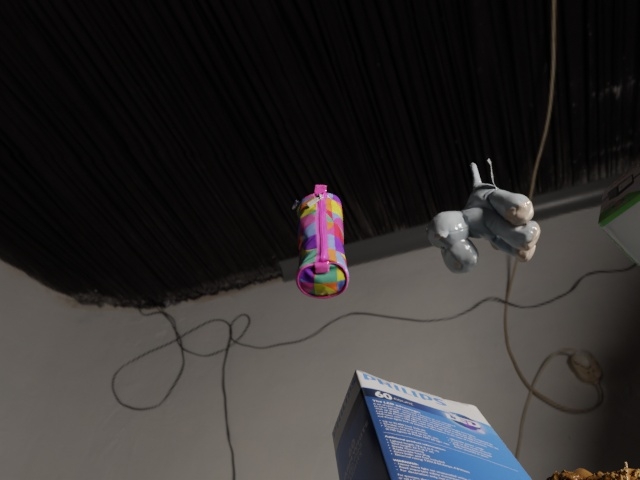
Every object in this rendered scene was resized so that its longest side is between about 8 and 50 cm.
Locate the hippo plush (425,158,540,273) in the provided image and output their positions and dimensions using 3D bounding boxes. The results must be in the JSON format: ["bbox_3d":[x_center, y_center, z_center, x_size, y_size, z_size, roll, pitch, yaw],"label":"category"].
[{"bbox_3d":[0.413,-0.037,1.396,0.237,0.294,0.234,-27,5,-5],"label":"hippo plush"}]

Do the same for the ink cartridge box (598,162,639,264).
[{"bbox_3d":[0.670,-0.090,1.030,0.198,0.114,0.273,-47,-7,33],"label":"ink cartridge box"}]

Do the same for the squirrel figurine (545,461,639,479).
[{"bbox_3d":[0.745,0.720,1.262,0.371,0.397,0.281,9,54,52],"label":"squirrel figurine"}]

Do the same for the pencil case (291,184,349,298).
[{"bbox_3d":[0.000,0.000,0.989,0.105,0.104,0.236,-18,39,11],"label":"pencil case"}]

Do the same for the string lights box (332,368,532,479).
[{"bbox_3d":[0.091,0.196,0.395,0.259,0.134,0.076,-111,40,-81],"label":"string lights box"}]
